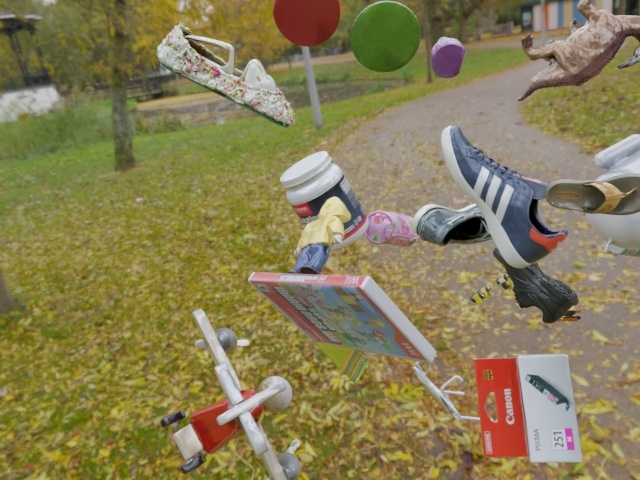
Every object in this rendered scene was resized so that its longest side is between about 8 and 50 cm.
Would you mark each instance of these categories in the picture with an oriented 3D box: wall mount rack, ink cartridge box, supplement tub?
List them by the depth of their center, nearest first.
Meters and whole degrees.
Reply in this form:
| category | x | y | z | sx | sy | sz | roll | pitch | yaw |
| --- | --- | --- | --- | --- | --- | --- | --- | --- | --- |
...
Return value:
| category | x | y | z | sx | sy | sz | roll | pitch | yaw |
| --- | --- | --- | --- | --- | --- | --- | --- | --- | --- |
| ink cartridge box | 0.550 | 0.447 | 1.407 | 0.239 | 0.274 | 0.060 | -6 | -10 | 12 |
| supplement tub | 0.014 | -0.118 | 1.630 | 0.191 | 0.272 | 0.191 | -27 | 21 | 12 |
| wall mount rack | 0.528 | 0.614 | 2.110 | 0.131 | 0.304 | 0.350 | -36 | 24 | -5 |

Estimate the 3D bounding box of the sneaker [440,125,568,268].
| category | x | y | z | sx | sy | sz | roll | pitch | yaw |
| --- | --- | --- | --- | --- | --- | --- | --- | --- | --- |
| sneaker | 0.398 | -0.120 | 1.125 | 0.148 | 0.349 | 0.131 | -34 | -3 | 34 |

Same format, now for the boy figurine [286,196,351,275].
| category | x | y | z | sx | sy | sz | roll | pitch | yaw |
| --- | --- | --- | --- | --- | --- | --- | --- | --- | --- |
| boy figurine | 0.000 | 0.000 | 1.406 | 0.177 | 0.092 | 0.285 | -23 | 31 | 41 |

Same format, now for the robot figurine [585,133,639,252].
| category | x | y | z | sx | sy | sz | roll | pitch | yaw |
| --- | --- | --- | --- | --- | --- | --- | --- | --- | --- |
| robot figurine | 0.790 | -0.109 | 1.250 | 0.354 | 0.299 | 0.199 | -29 | -15 | -5 |

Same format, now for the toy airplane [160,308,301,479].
| category | x | y | z | sx | sy | sz | roll | pitch | yaw |
| --- | --- | --- | --- | --- | --- | --- | --- | --- | --- |
| toy airplane | -0.168 | 0.377 | 1.191 | 0.273 | 0.385 | 0.385 | -17 | 27 | -41 |

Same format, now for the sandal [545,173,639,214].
| category | x | y | z | sx | sy | sz | roll | pitch | yaw |
| --- | --- | --- | --- | --- | --- | --- | --- | --- | --- |
| sandal | 0.483 | -0.078 | 0.913 | 0.180 | 0.072 | 0.049 | 4 | 15 | 36 |

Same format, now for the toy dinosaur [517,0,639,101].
| category | x | y | z | sx | sy | sz | roll | pitch | yaw |
| --- | --- | --- | --- | --- | --- | --- | --- | --- | --- |
| toy dinosaur | 0.522 | -0.361 | 1.005 | 0.296 | 0.200 | 0.127 | -42 | -28 | 18 |

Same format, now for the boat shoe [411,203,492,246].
| category | x | y | z | sx | sy | sz | roll | pitch | yaw |
| --- | --- | --- | --- | --- | --- | --- | --- | --- | --- |
| boat shoe | 0.366 | -0.025 | 1.290 | 0.320 | 0.116 | 0.099 | 1 | 29 | -36 |

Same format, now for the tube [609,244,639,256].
| category | x | y | z | sx | sy | sz | roll | pitch | yaw |
| --- | --- | --- | --- | --- | --- | --- | --- | --- | --- |
| tube | 0.900 | 0.024 | 1.474 | 0.207 | 0.052 | 0.080 | 8 | -20 | -26 |

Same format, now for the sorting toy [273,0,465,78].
| category | x | y | z | sx | sy | sz | roll | pitch | yaw |
| --- | --- | --- | --- | --- | --- | --- | --- | --- | --- |
| sorting toy | 0.097 | -0.408 | 0.989 | 0.366 | 0.127 | 0.126 | 15 | 39 | -8 |

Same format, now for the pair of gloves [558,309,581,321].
| category | x | y | z | sx | sy | sz | roll | pitch | yaw |
| --- | --- | --- | --- | --- | --- | --- | --- | --- | --- |
| pair of gloves | 0.851 | 0.259 | 1.793 | 0.074 | 0.083 | 0.010 | -10 | 53 | 22 |

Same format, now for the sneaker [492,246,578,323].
| category | x | y | z | sx | sy | sz | roll | pitch | yaw |
| --- | --- | --- | --- | --- | --- | --- | --- | --- | --- |
| sneaker | 0.603 | 0.126 | 1.540 | 0.109 | 0.130 | 0.286 | 5 | 33 | -40 |

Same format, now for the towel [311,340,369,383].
| category | x | y | z | sx | sy | sz | roll | pitch | yaw |
| --- | --- | --- | --- | --- | --- | --- | --- | --- | --- |
| towel | 0.068 | 0.362 | 1.723 | 0.021 | 0.237 | 0.102 | -16 | 34 | 47 |

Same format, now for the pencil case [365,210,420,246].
| category | x | y | z | sx | sy | sz | roll | pitch | yaw |
| --- | --- | --- | --- | --- | --- | --- | --- | --- | --- |
| pencil case | 0.263 | -0.038 | 1.881 | 0.124 | 0.124 | 0.284 | 4 | -1 | 31 |

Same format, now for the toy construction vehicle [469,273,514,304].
| category | x | y | z | sx | sy | sz | roll | pitch | yaw |
| --- | --- | --- | --- | --- | --- | --- | --- | --- | --- |
| toy construction vehicle | 0.364 | 0.107 | 1.103 | 0.086 | 0.035 | 0.098 | -38 | -14 | 19 |

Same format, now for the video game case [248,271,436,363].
| category | x | y | z | sx | sy | sz | roll | pitch | yaw |
| --- | --- | --- | --- | --- | --- | --- | --- | --- | --- |
| video game case | 0.027 | 0.125 | 0.880 | 0.285 | 0.204 | 0.025 | -2 | 48 | 48 |

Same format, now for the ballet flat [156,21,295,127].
| category | x | y | z | sx | sy | sz | roll | pitch | yaw |
| --- | --- | --- | --- | --- | --- | --- | --- | --- | --- |
| ballet flat | -0.139 | -0.261 | 0.824 | 0.241 | 0.077 | 0.091 | 25 | 24 | -9 |
